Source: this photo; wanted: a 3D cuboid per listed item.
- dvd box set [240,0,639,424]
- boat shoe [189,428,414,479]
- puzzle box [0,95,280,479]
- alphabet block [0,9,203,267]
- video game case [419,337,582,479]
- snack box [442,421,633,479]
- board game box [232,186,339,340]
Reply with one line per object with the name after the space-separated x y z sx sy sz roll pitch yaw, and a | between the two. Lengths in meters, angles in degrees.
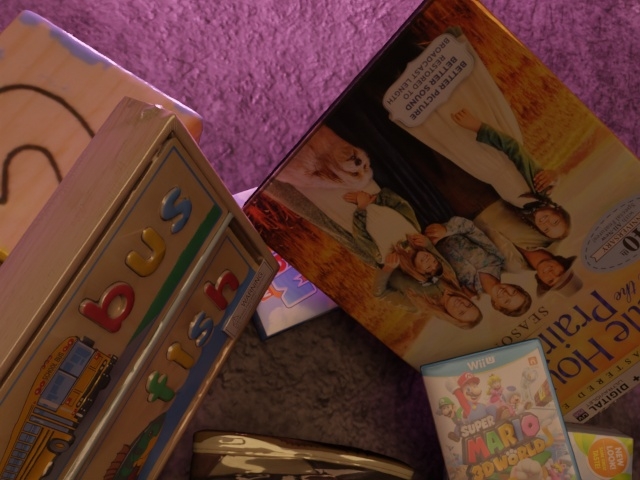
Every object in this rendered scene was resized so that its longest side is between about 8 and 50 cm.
0.169 0.002 0.673 0.420 0.062 0.307 41 111 -10 | dvd box set
-0.020 0.236 0.670 0.223 0.080 0.073 11 75 -7 | boat shoe
-0.184 0.126 0.535 0.052 0.272 0.409 21 72 24 | puzzle box
-0.247 -0.051 0.631 0.192 0.193 0.197 31 67 -3 | alphabet block
0.173 0.187 0.642 0.119 0.015 0.166 -14 80 3 | video game case
0.207 0.284 0.670 0.174 0.070 0.207 5 86 6 | snack box
0.000 0.000 0.769 0.211 0.039 0.160 -21 81 -20 | board game box
